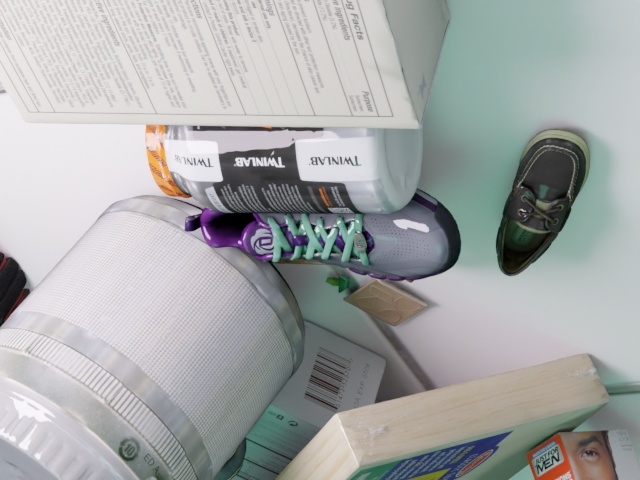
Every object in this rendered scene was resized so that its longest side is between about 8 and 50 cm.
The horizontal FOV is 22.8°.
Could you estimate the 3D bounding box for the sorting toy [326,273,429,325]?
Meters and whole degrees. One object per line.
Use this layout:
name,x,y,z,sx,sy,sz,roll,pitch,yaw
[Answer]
sorting toy,0.048,0.047,1.412,0.083,0.012,0.062,28,148,-21

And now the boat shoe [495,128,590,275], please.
boat shoe,0.171,-0.025,1.233,0.056,0.049,0.152,15,144,4

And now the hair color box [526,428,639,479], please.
hair color box,0.258,0.257,1.430,0.093,0.167,0.053,2,149,-37

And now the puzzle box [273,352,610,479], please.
puzzle box,0.060,0.236,1.499,0.272,0.052,0.409,-9,155,-30

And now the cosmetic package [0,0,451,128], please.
cosmetic package,-0.081,-0.169,1.094,0.309,0.113,0.160,2,142,19

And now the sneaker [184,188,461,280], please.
sneaker,0.000,0.000,1.238,0.223,0.098,0.083,11,119,40

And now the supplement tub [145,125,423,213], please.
supplement tub,-0.027,-0.078,1.188,0.190,0.117,0.117,0,141,21

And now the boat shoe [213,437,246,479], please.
boat shoe,-0.146,0.204,1.545,0.319,0.116,0.099,2,129,59

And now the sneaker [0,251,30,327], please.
sneaker,-0.382,0.022,1.498,0.136,0.116,0.314,8,138,30

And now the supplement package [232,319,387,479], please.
supplement package,-0.028,0.171,1.529,0.105,0.105,0.179,26,144,-11

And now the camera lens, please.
camera lens,-0.161,0.115,1.342,0.219,0.274,0.219,27,148,18

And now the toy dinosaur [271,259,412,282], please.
toy dinosaur,0.044,-0.009,1.314,0.112,0.064,0.211,48,136,8
